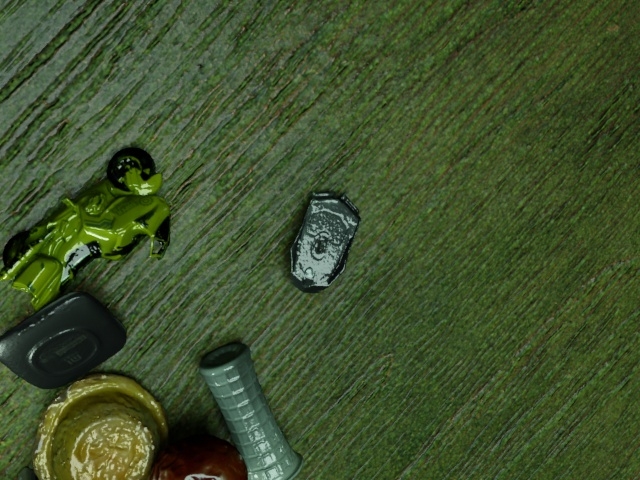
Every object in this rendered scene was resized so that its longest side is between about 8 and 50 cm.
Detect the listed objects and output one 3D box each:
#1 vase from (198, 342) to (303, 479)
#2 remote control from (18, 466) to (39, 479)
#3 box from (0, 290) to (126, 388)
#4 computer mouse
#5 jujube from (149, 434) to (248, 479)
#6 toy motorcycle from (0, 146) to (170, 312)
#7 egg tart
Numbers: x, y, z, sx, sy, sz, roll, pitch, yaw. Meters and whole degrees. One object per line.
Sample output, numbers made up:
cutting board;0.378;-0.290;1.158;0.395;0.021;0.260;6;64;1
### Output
vase;-0.151;0.370;1.459;0.143;0.143;0.299;-24;107;-14
remote control;-0.522;0.528;1.382;0.029;0.087;0.190;-47;112;-11
box;-0.482;0.192;1.290;0.212;0.042;0.201;-31;142;-2
computer mouse;0.002;0.001;1.466;0.126;0.071;0.231;20;85;-9
jujube;-0.241;0.471;1.375;0.190;0.255;0.190;1;81;-6
toy motorcycle;-0.411;-0.005;1.277;0.342;0.142;0.206;-40;74;-7
egg tart;-0.421;0.405;1.360;0.288;0.118;0.288;0;89;-29
